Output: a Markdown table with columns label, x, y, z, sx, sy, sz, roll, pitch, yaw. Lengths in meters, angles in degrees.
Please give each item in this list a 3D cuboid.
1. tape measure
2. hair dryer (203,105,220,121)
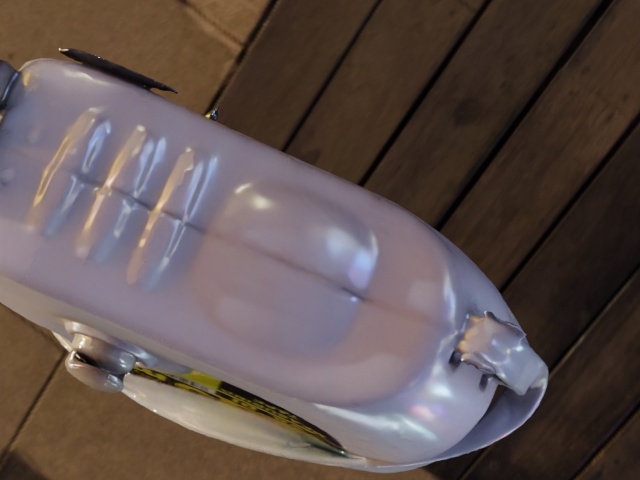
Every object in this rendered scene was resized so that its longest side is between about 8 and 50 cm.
| label | x | y | z | sx | sy | sz | roll | pitch | yaw |
| --- | --- | --- | --- | --- | --- | --- | --- | --- | --- |
| tape measure | -0.031 | 0.030 | 0.463 | 0.236 | 0.197 | 0.120 | 23 | 71 | -3 |
| hair dryer | -0.235 | -0.089 | 1.333 | 0.272 | 0.235 | 0.091 | -44 | 55 | 9 |
